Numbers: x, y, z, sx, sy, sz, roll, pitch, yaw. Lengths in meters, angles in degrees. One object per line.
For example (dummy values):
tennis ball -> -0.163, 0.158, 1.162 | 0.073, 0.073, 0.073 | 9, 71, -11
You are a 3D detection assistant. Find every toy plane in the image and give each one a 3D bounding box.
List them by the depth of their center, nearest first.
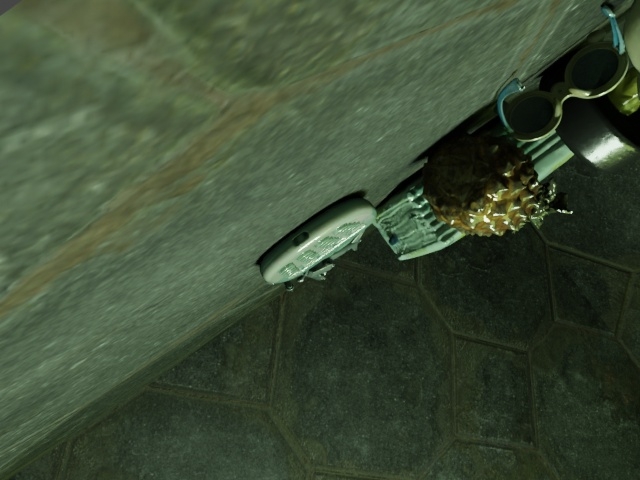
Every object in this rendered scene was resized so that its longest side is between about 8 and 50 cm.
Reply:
toy plane -> -0.006, 0.038, 1.059 | 0.226, 0.058, 0.226 | -34, 160, -27

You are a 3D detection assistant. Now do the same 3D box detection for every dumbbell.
dumbbell -> 0.519, -0.267, 0.809 | 0.204, 0.204, 0.322 | -31, 174, -45

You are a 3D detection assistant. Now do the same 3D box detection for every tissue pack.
tissue pack -> 0.328, -0.125, 1.197 | 0.388, 0.162, 0.287 | -34, 179, -12

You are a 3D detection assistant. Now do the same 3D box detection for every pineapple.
pineapple -> 0.306, -0.077, 0.922 | 0.175, 0.175, 0.361 | -37, 154, 26

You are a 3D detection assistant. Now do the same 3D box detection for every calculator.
calculator -> 0.000, 0.000, 0.793 | 0.184, 0.042, 0.295 | -36, 173, 7

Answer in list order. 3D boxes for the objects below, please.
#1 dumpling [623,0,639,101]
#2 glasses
dumpling -> 0.419, -0.264, 0.642 | 0.181, 0.111, 0.155 | -48, -179, 0
glasses -> 0.324, -0.207, 0.717 | 0.189, 0.088, 0.220 | -37, 176, 21
